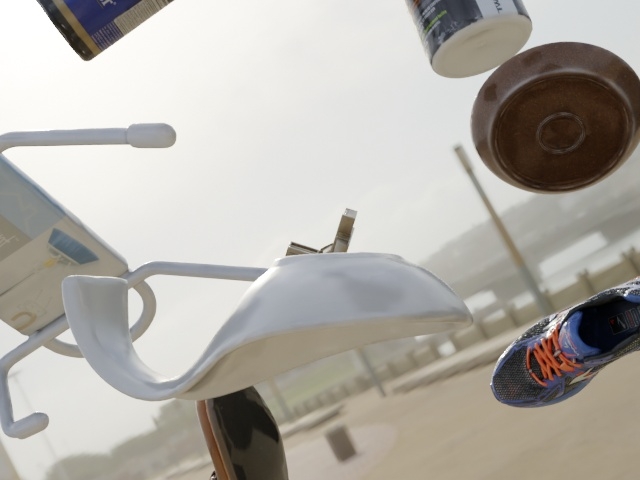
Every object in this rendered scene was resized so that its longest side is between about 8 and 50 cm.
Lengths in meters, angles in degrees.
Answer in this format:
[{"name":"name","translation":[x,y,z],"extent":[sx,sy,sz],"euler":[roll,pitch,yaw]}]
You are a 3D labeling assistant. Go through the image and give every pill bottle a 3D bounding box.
[{"name":"pill bottle","translation":[-0.258,-0.344,1.506],"extent":[0.219,0.123,0.123],"euler":[-37,-5,-2]},{"name":"pill bottle","translation":[0.152,-0.329,1.382],"extent":[0.130,0.246,0.130],"euler":[-17,-21,-7]}]

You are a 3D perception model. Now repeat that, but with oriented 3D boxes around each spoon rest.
[{"name":"spoon rest","translation":[-0.040,0.054,0.677],"extent":[0.276,0.084,0.137],"euler":[-4,-6,37]}]

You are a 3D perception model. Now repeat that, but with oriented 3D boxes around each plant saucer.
[{"name":"plant saucer","translation":[0.227,-0.107,1.086],"extent":[0.168,0.168,0.029],"euler":[-31,30,23]}]

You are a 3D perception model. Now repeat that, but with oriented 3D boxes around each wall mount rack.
[{"name":"wall mount rack","translation":[-0.197,0.017,0.905],"extent":[0.304,0.130,0.350],"euler":[-32,-41,9]}]

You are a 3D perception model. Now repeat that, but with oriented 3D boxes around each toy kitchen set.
[{"name":"toy kitchen set","translation":[0.000,0.000,1.458],"extent":[0.068,0.075,0.083],"euler":[-71,-1,-70]}]

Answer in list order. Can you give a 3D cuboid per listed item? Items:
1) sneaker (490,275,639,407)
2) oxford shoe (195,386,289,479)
[{"name":"sneaker","translation":[0.244,0.093,1.083],"extent":[0.221,0.083,0.087],"euler":[-39,-23,31]},{"name":"oxford shoe","translation":[-0.064,0.195,0.891],"extent":[0.076,0.212,0.076],"euler":[-4,25,27]}]
